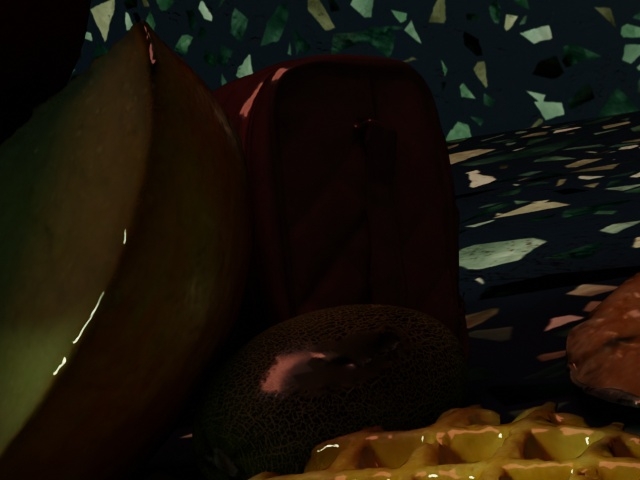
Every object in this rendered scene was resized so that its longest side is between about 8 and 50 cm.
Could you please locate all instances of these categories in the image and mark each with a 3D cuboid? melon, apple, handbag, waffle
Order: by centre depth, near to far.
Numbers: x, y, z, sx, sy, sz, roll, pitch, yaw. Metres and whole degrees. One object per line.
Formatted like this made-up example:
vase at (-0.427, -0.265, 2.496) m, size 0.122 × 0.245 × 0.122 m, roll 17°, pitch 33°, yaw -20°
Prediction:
waffle at (0.045, 0.128, 0.529) m, size 0.243 × 0.058 × 0.238 m, roll -18°, pitch 13°, yaw -23°
melon at (0.009, 0.083, 0.698) m, size 0.162 × 0.099 × 0.099 m, roll -20°, pitch 11°, yaw -39°
apple at (-0.152, 0.057, 0.702) m, size 0.346 × 0.179 × 0.254 m, roll -40°, pitch 13°, yaw 18°
handbag at (0.000, 0.000, 0.834) m, size 0.146 × 0.225 × 0.135 m, roll 0°, pitch -9°, yaw -36°

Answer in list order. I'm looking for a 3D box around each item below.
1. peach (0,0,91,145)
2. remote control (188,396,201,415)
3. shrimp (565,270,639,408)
peach at (-0.331, -0.135, 0.644) m, size 0.417 × 0.353 × 0.339 m, roll -37°, pitch -7°, yaw -32°
remote control at (-0.024, 0.078, 0.990) m, size 0.222 × 0.042 × 0.072 m, roll -18°, pitch 8°, yaw -30°
shrimp at (0.286, 0.043, 0.718) m, size 0.233 × 0.071 × 0.365 m, roll -30°, pitch 17°, yaw -35°
